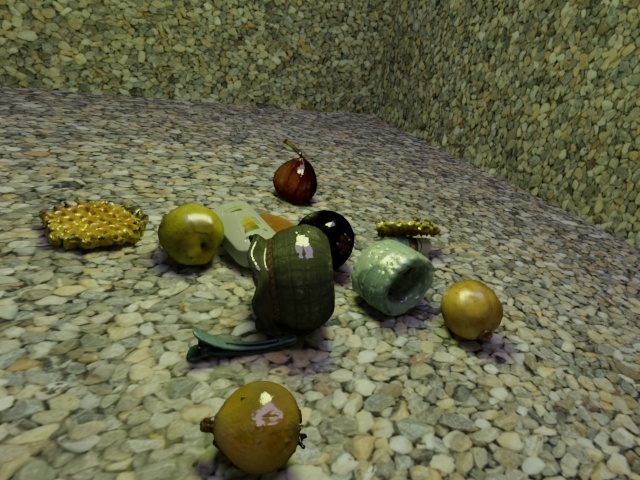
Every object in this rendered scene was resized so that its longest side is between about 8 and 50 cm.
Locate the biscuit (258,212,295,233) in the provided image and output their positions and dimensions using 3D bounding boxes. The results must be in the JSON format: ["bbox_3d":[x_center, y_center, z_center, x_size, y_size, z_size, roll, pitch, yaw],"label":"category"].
[{"bbox_3d":[-0.218,-0.032,1.687,0.288,0.044,0.202,-12,41,-37],"label":"biscuit"}]

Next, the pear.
[{"bbox_3d":[-0.402,-0.021,1.424,0.199,0.200,0.200,11,27,-5],"label":"pear"}]

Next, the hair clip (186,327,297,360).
[{"bbox_3d":[-0.188,0.256,1.143,0.275,0.083,0.048,6,22,-30],"label":"hair clip"}]

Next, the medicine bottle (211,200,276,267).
[{"bbox_3d":[-0.233,-0.005,1.507,0.161,0.111,0.296,-20,53,-34],"label":"medicine bottle"}]

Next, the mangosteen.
[{"bbox_3d":[0.000,0.000,1.559,0.242,0.243,0.243,11,27,-5],"label":"mangosteen"}]

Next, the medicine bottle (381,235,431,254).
[{"bbox_3d":[0.335,0.024,1.794,0.203,0.084,0.083,0,30,-29],"label":"medicine bottle"}]

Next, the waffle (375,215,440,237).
[{"bbox_3d":[0.334,-0.043,1.830,0.280,0.060,0.262,5,-9,-32],"label":"waffle"}]

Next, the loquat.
[{"bbox_3d":[-0.127,0.354,0.876,0.204,0.150,0.172,-2,33,-5],"label":"loquat"}]

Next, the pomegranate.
[{"bbox_3d":[0.455,0.216,1.380,0.196,0.196,0.196,11,27,-5],"label":"pomegranate"}]

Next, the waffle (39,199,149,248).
[{"bbox_3d":[-0.714,-0.052,1.478,0.328,0.062,0.329,11,25,-5],"label":"waffle"}]

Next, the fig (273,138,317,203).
[{"bbox_3d":[-0.094,-0.296,2.027,0.203,0.250,0.186,35,23,33],"label":"fig"}]

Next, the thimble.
[{"bbox_3d":[0.226,0.110,1.445,0.250,0.205,0.172,-24,36,-26],"label":"thimble"}]

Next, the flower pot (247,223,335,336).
[{"bbox_3d":[-0.080,0.108,1.239,0.213,0.302,0.302,-5,29,-6],"label":"flower pot"}]
